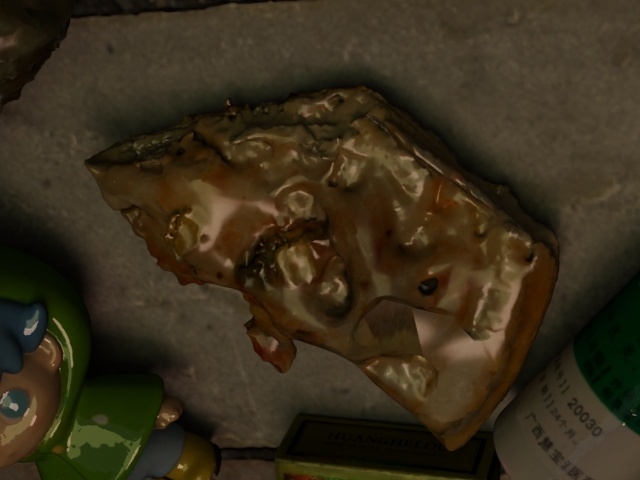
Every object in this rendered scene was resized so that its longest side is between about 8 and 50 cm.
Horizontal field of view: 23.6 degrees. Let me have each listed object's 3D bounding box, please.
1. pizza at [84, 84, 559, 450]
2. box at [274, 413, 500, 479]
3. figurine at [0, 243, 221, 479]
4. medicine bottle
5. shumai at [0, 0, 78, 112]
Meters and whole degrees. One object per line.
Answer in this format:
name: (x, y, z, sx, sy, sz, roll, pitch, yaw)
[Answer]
pizza: (0.000, 0.000, 0.927, 0.297, 0.071, 0.189, 33, 119, 0)
box: (0.048, 0.230, 1.024, 0.140, 0.064, 0.220, 4, 116, 14)
figurine: (-0.193, 0.100, 1.000, 0.263, 0.143, 0.162, 32, 128, -19)
medicine bottle: (0.210, 0.055, 0.879, 0.095, 0.095, 0.260, 37, 117, -3)
shumai: (-0.267, -0.134, 0.908, 0.255, 0.189, 0.218, 6, 135, -3)
